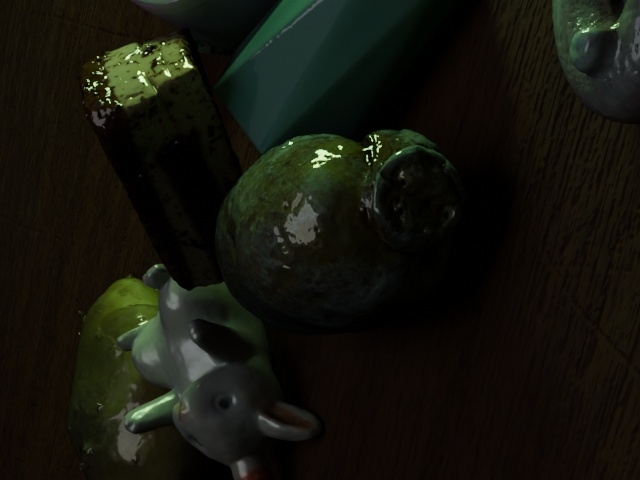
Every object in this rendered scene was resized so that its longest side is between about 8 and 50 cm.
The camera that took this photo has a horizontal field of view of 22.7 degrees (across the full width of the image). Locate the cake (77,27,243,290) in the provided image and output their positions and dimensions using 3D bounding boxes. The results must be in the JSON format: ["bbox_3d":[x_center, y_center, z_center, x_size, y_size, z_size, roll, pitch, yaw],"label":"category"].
[{"bbox_3d":[-0.125,-0.058,1.435,0.135,0.112,0.246,-115,4,-75],"label":"cake"}]

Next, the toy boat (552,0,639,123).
[{"bbox_3d":[0.202,-0.189,1.063,0.155,0.085,0.227,-20,66,60],"label":"toy boat"}]

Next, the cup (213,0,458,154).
[{"bbox_3d":[0.024,-0.184,1.363,0.236,0.134,0.148,-49,14,41],"label":"cup"}]

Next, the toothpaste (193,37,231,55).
[{"bbox_3d":[-0.146,-0.314,1.831,0.267,0.050,0.065,-111,35,-45],"label":"toothpaste"}]

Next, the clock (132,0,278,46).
[{"bbox_3d":[-0.073,-0.353,1.495,0.338,0.102,0.338,-15,63,32],"label":"clock"}]

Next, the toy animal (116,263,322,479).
[{"bbox_3d":[-0.101,0.145,1.524,0.140,0.138,0.282,-58,36,31],"label":"toy animal"}]

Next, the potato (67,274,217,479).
[{"bbox_3d":[-0.198,0.166,1.715,0.191,0.141,0.296,-61,32,37],"label":"potato"}]

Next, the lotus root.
[{"bbox_3d":[-0.001,0.002,1.332,0.349,0.175,0.175,156,118,-69],"label":"lotus root"}]
